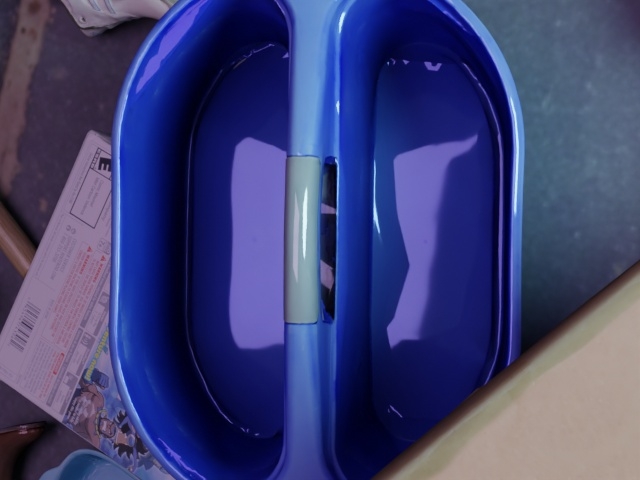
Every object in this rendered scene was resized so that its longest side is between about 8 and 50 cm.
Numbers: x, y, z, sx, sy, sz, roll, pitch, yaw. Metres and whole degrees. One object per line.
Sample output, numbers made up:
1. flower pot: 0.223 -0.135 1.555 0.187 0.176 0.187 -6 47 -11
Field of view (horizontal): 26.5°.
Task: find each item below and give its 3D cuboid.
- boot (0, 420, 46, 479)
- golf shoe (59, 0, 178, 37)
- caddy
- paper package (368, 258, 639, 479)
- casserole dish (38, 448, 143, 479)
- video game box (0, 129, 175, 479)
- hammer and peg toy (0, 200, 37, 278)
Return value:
1. boot: -0.232 0.202 1.036 0.106 0.037 0.114 -28 74 37
2. golf shoe: -0.143 -0.182 0.993 0.176 0.069 0.086 34 124 26
3. caddy: 0.000 0.000 0.815 0.241 0.179 0.341 0 90 8
4. paper package: 0.179 0.186 0.633 0.325 0.168 0.309 -43 76 13
5. casserole dish: -0.132 0.229 0.988 0.188 0.037 0.114 32 103 22
6. video game box: -0.127 0.051 0.981 0.187 0.048 0.205 31 103 25
7. hammer and peg toy: -0.393 0.029 1.067 0.266 0.127 0.361 41 107 21
